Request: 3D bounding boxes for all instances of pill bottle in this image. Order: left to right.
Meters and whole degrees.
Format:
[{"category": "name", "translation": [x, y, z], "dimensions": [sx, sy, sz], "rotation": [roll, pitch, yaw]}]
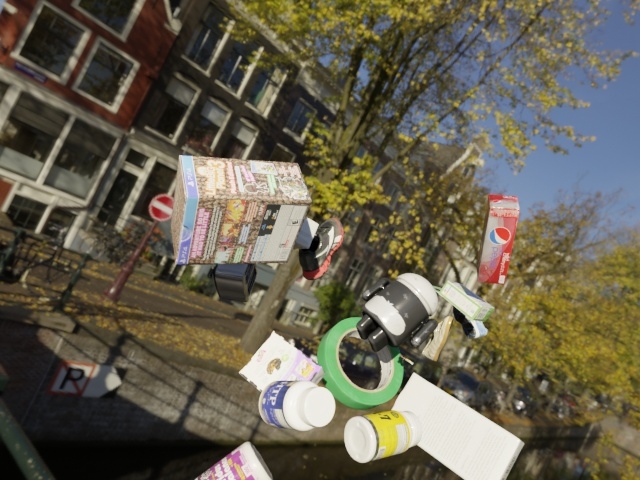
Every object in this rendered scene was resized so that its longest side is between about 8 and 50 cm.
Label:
[{"category": "pill bottle", "translation": [-0.326, 0.841, 1.622], "dimensions": [0.169, 0.302, 0.169], "rotation": [52, -15, 19]}, {"category": "pill bottle", "translation": [-0.054, 0.385, 1.122], "dimensions": [0.112, 0.112, 0.187], "rotation": [27, -28, -29]}, {"category": "pill bottle", "translation": [0.179, 0.542, 1.342], "dimensions": [0.209, 0.119, 0.119], "rotation": [7, 11, -38]}]

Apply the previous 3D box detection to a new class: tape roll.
[{"category": "tape roll", "translation": [0.146, 0.440, 1.735], "dimensions": [0.321, 0.321, 0.077], "rotation": [26, -40, -12]}]

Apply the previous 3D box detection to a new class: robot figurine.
[{"category": "robot figurine", "translation": [0.246, 0.229, 1.534], "dimensions": [0.209, 0.278, 0.173], "rotation": [52, -13, -4]}]

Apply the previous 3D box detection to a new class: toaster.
[{"category": "toaster", "translation": [-0.287, 0.106, 1.612], "dimensions": [0.110, 0.185, 0.168], "rotation": [10, -38, 7]}]

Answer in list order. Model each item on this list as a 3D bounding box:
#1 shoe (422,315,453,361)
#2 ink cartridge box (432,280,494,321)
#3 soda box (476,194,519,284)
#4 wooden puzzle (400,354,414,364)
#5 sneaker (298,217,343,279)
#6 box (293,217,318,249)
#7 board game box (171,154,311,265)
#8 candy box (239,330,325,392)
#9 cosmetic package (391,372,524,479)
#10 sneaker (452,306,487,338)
[{"category": "shoe", "translation": [0.426, 0.356, 1.744], "dimensions": [0.058, 0.219, 0.076], "rotation": [23, 36, 15]}, {"category": "ink cartridge box", "translation": [0.490, 0.196, 1.678], "dimensions": [0.109, 0.062, 0.209], "rotation": [15, 20, -47]}, {"category": "soda box", "translation": [0.530, -0.001, 1.439], "dimensions": [0.084, 0.263, 0.092], "rotation": [6, 32, 13]}, {"category": "wooden puzzle", "translation": [0.305, 0.418, 1.680], "dimensions": [0.049, 0.006, 0.083], "rotation": [34, -3, 19]}, {"category": "sneaker", "translation": [0.000, 0.000, 1.625], "dimensions": [0.098, 0.276, 0.135], "rotation": [-2, -49, 30]}, {"category": "box", "translation": [-0.081, -0.031, 1.474], "dimensions": [0.102, 0.087, 0.101], "rotation": [28, -16, -24]}, {"category": "board game box", "translation": [-0.202, -0.067, 1.171], "dimensions": [0.291, 0.232, 0.141], "rotation": [0, 48, -24]}, {"category": "candy box", "translation": [-0.114, 0.398, 1.437], "dimensions": [0.196, 0.165, 0.070], "rotation": [32, -20, 25]}, {"category": "cosmetic package", "translation": [0.507, 0.735, 1.839], "dimensions": [0.453, 0.230, 0.161], "rotation": [27, -10, 36]}, {"category": "sneaker", "translation": [0.615, 0.319, 1.982], "dimensions": [0.081, 0.080, 0.211], "rotation": [3, 43, -18]}]
